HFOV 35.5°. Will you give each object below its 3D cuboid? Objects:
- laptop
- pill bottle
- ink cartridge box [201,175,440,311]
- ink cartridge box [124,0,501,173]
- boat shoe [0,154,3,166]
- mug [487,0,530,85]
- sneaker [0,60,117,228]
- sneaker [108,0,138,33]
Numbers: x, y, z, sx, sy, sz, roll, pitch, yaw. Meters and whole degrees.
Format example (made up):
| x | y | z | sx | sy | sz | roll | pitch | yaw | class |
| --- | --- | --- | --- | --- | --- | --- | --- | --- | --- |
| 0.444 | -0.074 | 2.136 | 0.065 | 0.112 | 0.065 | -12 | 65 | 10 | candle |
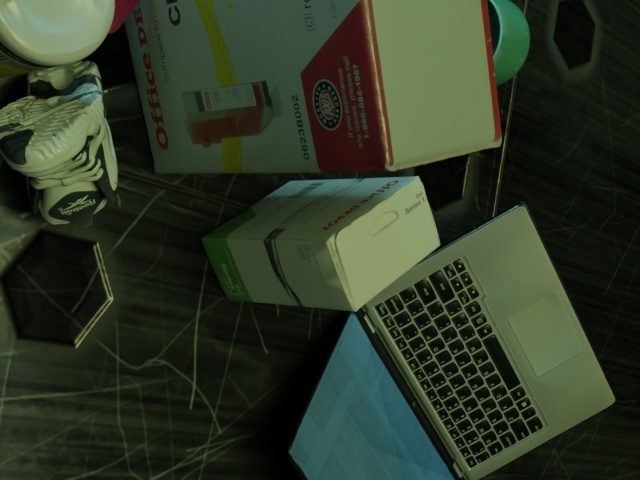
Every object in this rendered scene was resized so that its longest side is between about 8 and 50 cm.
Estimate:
| x | y | z | sx | sy | sz | roll | pitch | yaw | class |
| --- | --- | --- | --- | --- | --- | --- | --- | --- | --- |
| 0.199 | 0.236 | 1.306 | 0.408 | 0.236 | 0.382 | -30 | 118 | 2 | laptop |
| -0.281 | -0.203 | 0.871 | 0.119 | 0.209 | 0.119 | -3 | 94 | -42 | pill bottle |
| 0.000 | 0.000 | 1.132 | 0.160 | 0.219 | 0.092 | -35 | 114 | -36 | ink cartridge box |
| -0.031 | -0.211 | 0.987 | 0.160 | 0.385 | 0.279 | -18 | 104 | -38 | ink cartridge box |
| -0.418 | -0.103 | 0.845 | 0.285 | 0.089 | 0.104 | 14 | 108 | -40 | boat shoe |
| 0.217 | -0.272 | 1.400 | 0.097 | 0.158 | 0.129 | -2 | 69 | -45 | mug |
| -0.237 | -0.067 | 0.938 | 0.094 | 0.235 | 0.153 | -12 | 116 | -9 | sneaker |
| -0.251 | -0.298 | 0.916 | 0.103 | 0.111 | 0.252 | -59 | 161 | -24 | sneaker |
